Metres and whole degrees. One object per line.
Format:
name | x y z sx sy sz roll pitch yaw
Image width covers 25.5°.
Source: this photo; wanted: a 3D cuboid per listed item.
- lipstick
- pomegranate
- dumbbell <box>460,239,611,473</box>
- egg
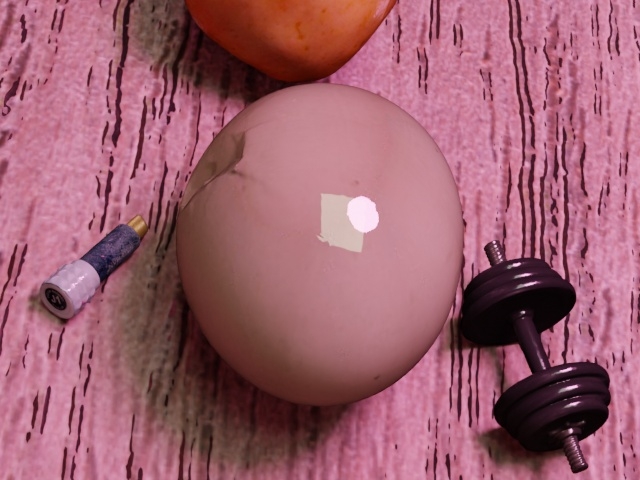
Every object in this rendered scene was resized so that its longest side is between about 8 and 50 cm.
lipstick | -0.172 0.015 1.117 0.037 0.037 0.116 37 49 9
pomegranate | -0.026 -0.240 1.239 0.209 0.209 0.209 9 54 -12
dumbbell | 0.171 0.090 1.132 0.099 0.099 0.209 -5 58 -21
egg | 0.000 0.000 1.066 0.219 0.219 0.269 17 38 -6
